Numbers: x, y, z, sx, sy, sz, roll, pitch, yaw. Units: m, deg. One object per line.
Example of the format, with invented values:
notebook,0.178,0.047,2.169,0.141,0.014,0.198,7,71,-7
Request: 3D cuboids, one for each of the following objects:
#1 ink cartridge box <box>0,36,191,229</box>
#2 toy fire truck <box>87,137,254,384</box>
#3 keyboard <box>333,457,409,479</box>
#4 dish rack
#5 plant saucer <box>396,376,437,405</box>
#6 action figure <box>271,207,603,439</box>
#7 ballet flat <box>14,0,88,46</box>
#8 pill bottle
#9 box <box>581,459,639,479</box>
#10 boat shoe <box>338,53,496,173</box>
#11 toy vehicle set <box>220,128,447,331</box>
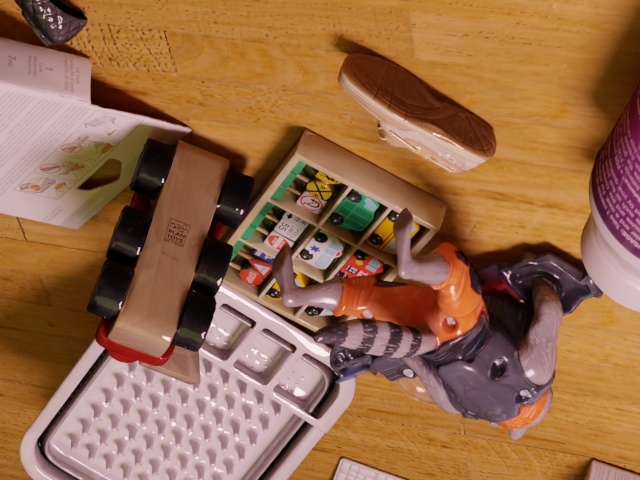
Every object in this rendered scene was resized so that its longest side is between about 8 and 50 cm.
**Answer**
ink cartridge box,-0.303,-0.107,1.915,0.239,0.060,0.275,11,152,-32
toy fire truck,-0.157,0.043,1.914,0.158,0.217,0.246,21,154,-10
keyboard,0.140,0.334,2.311,0.256,0.014,0.072,19,144,2
dish rack,-0.154,0.190,2.113,0.285,0.072,0.333,32,109,-17
plant saucer,0.126,0.158,2.085,0.083,0.015,0.083,14,144,10
action figure,0.099,0.111,1.866,0.330,0.178,0.341,33,136,-30
ballet flat,-0.282,-0.255,1.731,0.049,0.057,0.173,-34,130,1
pill bottle,0.328,-0.065,1.566,0.169,0.169,0.301,21,144,-1
box,0.334,0.330,2.135,0.087,0.101,0.102,18,146,4
boat shoe,0.081,-0.111,1.716,0.170,0.063,0.059,31,137,-16
toy vehicle set,0.000,0.000,1.923,0.166,0.035,0.267,27,144,-9
